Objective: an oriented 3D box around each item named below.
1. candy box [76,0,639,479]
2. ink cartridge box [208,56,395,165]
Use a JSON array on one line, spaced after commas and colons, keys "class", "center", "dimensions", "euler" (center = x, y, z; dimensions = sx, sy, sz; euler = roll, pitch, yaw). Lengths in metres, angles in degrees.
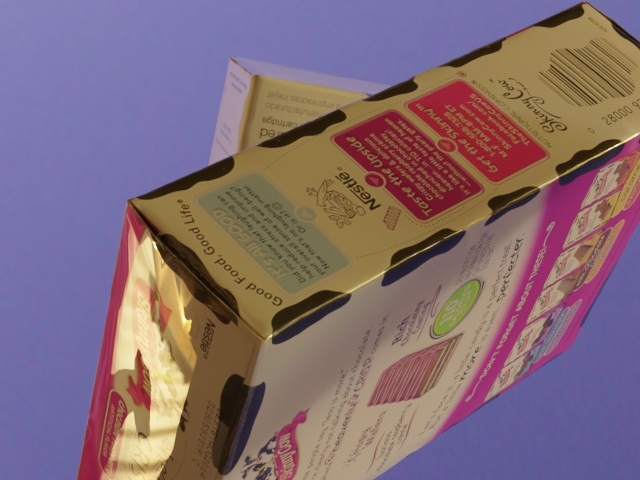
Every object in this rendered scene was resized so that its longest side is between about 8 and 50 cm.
[{"class": "candy box", "center": [0.027, 0.018, 0.545], "dimensions": [0.233, 0.159, 0.071], "euler": [-27, -120, -37]}, {"class": "ink cartridge box", "center": [0.000, 0.000, 0.903], "dimensions": [0.148, 0.086, 0.203], "euler": [8, -77, -16]}]
